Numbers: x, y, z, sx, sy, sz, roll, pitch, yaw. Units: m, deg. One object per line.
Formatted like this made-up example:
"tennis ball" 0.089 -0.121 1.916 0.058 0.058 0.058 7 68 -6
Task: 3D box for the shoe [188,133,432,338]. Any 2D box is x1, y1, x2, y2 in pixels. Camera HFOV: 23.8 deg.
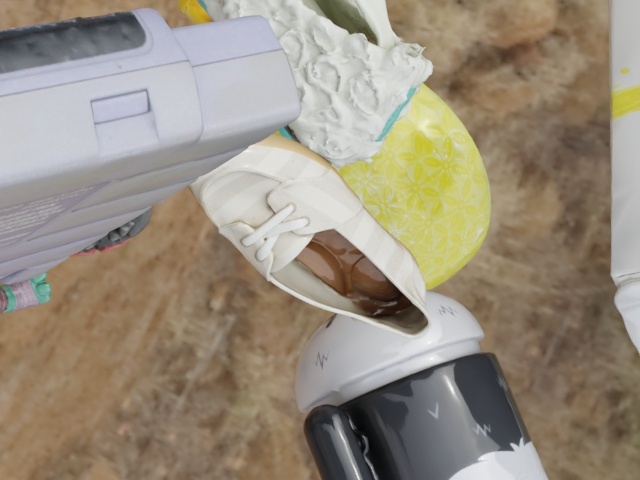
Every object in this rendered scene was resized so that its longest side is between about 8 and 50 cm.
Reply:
"shoe" 0.000 0.000 0.983 0.076 0.058 0.219 -40 131 19

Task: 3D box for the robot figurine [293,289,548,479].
"robot figurine" 0.083 0.177 1.226 0.173 0.278 0.209 -21 169 -6

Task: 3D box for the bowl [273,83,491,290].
"bowl" 0.015 -0.036 1.586 0.156 0.289 0.289 -46 137 -40

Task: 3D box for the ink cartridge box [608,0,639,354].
"ink cartridge box" 0.351 -0.060 1.273 0.279 0.160 0.385 54 35 -47

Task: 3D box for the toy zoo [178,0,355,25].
"toy zoo" -0.072 -0.285 1.751 0.030 0.293 0.192 -23 149 -39

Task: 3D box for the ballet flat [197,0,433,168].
"ballet flat" -0.056 -0.244 1.169 0.147 0.409 0.147 -37 173 -5

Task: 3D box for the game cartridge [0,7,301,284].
"game cartridge" -0.199 -0.001 0.543 0.355 0.230 0.068 -18 80 -43

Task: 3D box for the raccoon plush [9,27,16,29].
"raccoon plush" -0.324 0.079 0.958 0.216 0.446 0.299 -9 82 -43

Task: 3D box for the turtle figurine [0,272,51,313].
"turtle figurine" -0.373 0.052 1.481 0.234 0.118 0.175 -34 112 -56

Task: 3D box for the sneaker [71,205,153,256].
"sneaker" -0.255 -0.031 1.233 0.135 0.276 0.098 -66 143 -68
